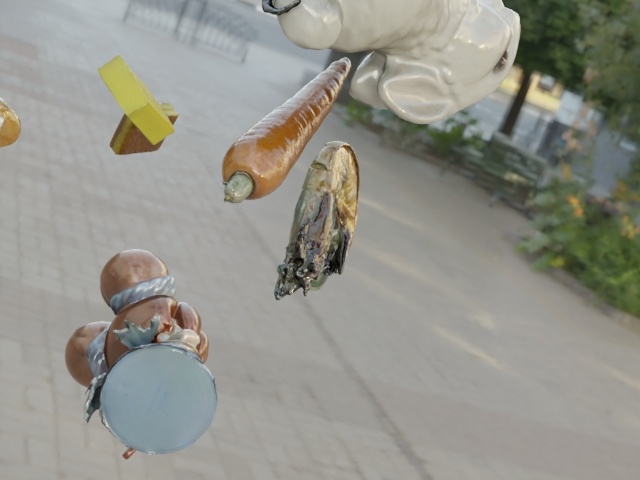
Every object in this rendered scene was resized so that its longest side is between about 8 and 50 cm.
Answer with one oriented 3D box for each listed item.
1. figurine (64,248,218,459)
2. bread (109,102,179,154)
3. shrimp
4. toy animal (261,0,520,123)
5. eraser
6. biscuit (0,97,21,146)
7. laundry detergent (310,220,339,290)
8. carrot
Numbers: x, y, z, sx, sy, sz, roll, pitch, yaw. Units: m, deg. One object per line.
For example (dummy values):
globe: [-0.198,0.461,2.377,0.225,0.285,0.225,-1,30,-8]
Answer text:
figurine: [-0.307,0.202,2.000,0.248,0.276,0.388,28,10,-12]
bread: [-0.292,-0.184,1.917,0.090,0.094,0.035,-12,60,-42]
shrimp: [0.005,-0.015,1.847,0.075,0.289,0.178,-1,-28,25]
toy animal: [0.084,-0.251,1.290,0.194,0.258,0.357,10,-21,45]
eraser: [-0.275,-0.209,1.739,0.097,0.045,0.122,57,0,20]
biscuit: [-0.556,-0.077,1.577,0.216,0.339,0.047,35,9,-27]
laundry detergent: [0.000,0.000,2.137,0.070,0.225,0.099,-9,62,-19]
carrot: [-0.034,-0.130,1.306,0.069,0.069,0.336,23,38,9]
